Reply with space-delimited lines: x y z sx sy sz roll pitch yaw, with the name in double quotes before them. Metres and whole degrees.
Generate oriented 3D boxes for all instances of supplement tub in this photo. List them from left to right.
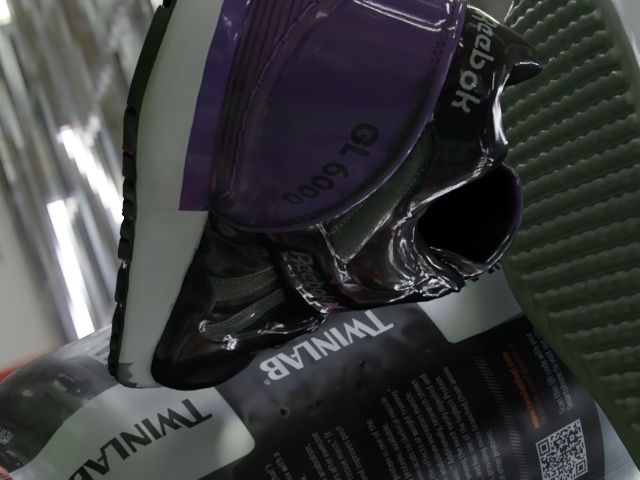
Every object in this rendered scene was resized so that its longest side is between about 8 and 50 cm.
"supplement tub" -0.022 0.116 0.913 0.207 0.338 0.207 34 -44 40

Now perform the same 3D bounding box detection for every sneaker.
"sneaker" 0.000 0.000 0.661 0.283 0.124 0.107 104 4 -68
"sneaker" 0.183 0.013 0.820 0.135 0.150 0.366 -60 -146 36
